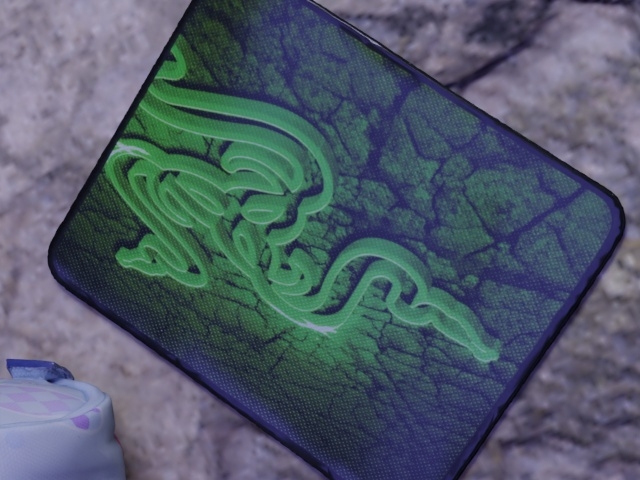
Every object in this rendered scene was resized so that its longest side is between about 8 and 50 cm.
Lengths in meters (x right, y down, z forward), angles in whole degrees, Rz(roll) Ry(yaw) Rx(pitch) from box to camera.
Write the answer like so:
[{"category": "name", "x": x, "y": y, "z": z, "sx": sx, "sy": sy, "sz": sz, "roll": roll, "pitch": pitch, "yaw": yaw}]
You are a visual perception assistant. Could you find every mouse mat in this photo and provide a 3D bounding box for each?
[{"category": "mouse mat", "x": 0.000, "y": 0.000, "z": 0.519, "sx": 0.189, "sy": 0.007, "sz": 0.153, "roll": 34, "pitch": 101, "yaw": 11}]

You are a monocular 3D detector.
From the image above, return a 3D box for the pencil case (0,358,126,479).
[{"category": "pencil case", "x": -0.132, "y": 0.186, "z": 0.509, "sx": 0.124, "sy": 0.113, "sz": 0.273, "roll": -3, "pitch": 92, "yaw": 24}]
